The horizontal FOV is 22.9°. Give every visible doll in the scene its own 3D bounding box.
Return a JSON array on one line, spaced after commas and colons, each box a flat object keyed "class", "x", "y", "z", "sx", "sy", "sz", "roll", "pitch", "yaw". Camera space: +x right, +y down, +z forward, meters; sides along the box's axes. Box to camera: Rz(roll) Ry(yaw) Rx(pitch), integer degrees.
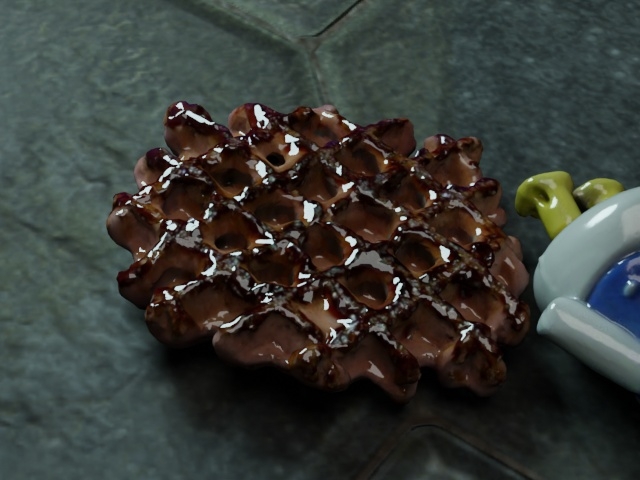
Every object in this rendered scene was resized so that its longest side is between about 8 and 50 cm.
[{"class": "doll", "x": 0.190, "y": 0.067, "z": 0.792, "sx": 0.138, "sy": 0.119, "sz": 0.293, "roll": 0, "pitch": 39, "yaw": -28}]

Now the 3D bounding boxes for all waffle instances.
[{"class": "waffle", "x": 0.000, "y": 0.000, "z": 0.866, "sx": 0.234, "sy": 0.055, "sz": 0.221, "roll": 6, "pitch": 43, "yaw": -10}]
